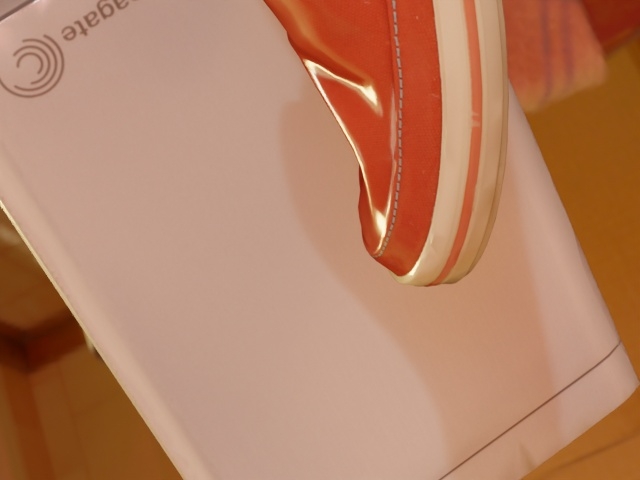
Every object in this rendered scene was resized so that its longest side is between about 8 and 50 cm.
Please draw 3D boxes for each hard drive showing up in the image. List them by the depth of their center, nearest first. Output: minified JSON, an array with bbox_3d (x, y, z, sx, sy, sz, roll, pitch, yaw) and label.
[{"bbox_3d":[0.000,0.000,0.682,0.233,0.047,0.353,-34,118,-10],"label":"hard drive"}]

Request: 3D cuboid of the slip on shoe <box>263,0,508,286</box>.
[{"bbox_3d":[-0.010,-0.131,0.436,0.101,0.123,0.331,-16,118,0],"label":"slip on shoe"}]
